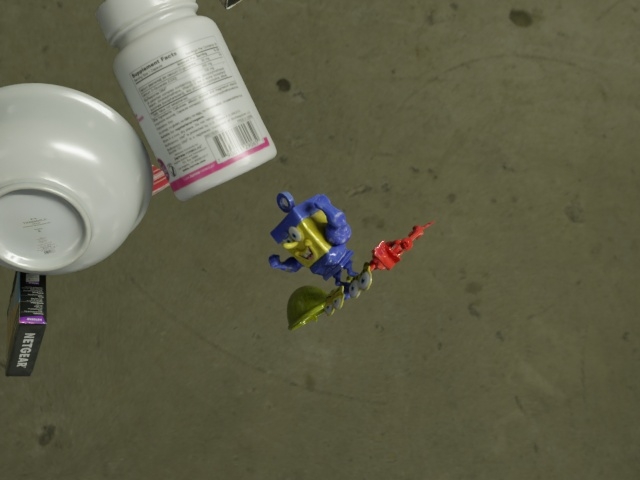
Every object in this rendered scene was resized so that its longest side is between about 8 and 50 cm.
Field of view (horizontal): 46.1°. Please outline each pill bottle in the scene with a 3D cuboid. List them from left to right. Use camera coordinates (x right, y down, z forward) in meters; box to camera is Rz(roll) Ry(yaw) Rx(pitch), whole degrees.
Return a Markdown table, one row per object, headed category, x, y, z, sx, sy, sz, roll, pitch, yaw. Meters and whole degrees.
| category | x | y | z | sx | sy | sz | roll | pitch | yaw |
| --- | --- | --- | --- | --- | --- | --- | --- | --- | --- |
| pill bottle | -0.191 | -0.213 | 1.060 | 0.160 | 0.160 | 0.283 | -29 | 98 | -24 |

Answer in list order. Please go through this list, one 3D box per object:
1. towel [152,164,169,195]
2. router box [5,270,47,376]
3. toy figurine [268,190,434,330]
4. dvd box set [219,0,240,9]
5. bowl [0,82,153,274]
| category | x | y | z | sx | sy | sz | roll | pitch | yaw |
| --- | --- | --- | --- | --- | --- | --- | --- | --- | --- |
| towel | -0.442 | -0.163 | 1.507 | 0.274 | 0.199 | 0.031 | 28 | 107 | -1 |
| router box | -0.487 | 0.125 | 1.244 | 0.046 | 0.179 | 0.133 | 5 | 51 | -27 |
| toy figurine | 0.000 | 0.000 | 1.333 | 0.217 | 0.362 | 0.191 | 49 | 57 | 0 |
| dvd box set | -0.265 | -0.651 | 1.324 | 0.062 | 0.307 | 0.420 | -39 | 86 | -17 |
| bowl | -0.383 | -0.053 | 1.034 | 0.297 | 0.298 | 0.134 | 10 | 35 | -16 |
